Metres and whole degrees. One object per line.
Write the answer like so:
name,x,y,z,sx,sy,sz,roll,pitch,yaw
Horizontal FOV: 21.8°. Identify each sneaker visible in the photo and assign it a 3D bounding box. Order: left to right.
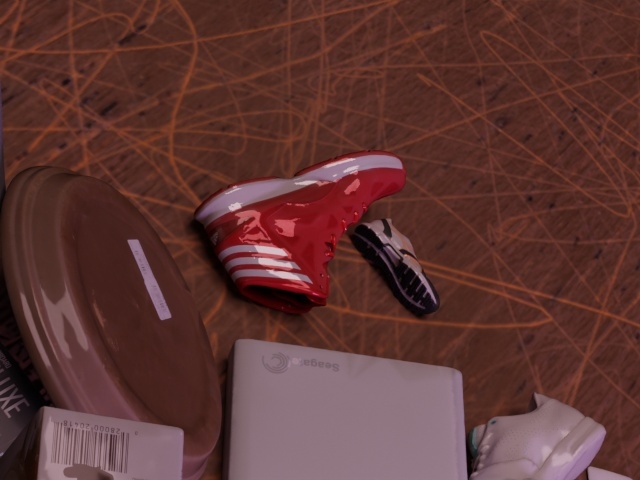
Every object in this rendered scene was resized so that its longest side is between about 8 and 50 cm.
sneaker,0.000,0.000,1.516,0.221,0.087,0.128,-16,76,-28
sneaker,0.080,0.021,1.570,0.044,0.040,0.109,-27,75,-46
sneaker,0.159,0.204,1.474,0.094,0.080,0.212,37,43,23

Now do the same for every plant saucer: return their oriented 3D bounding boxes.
plant saucer,-0.150,0.064,1.271,0.278,0.041,0.278,57,17,-28

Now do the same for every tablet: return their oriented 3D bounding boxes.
tablet,0.276,0.253,1.552,0.054,0.006,0.083,18,49,-23

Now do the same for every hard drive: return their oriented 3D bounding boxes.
hard drive,0.021,0.229,1.339,0.203,0.040,0.307,9,52,-11

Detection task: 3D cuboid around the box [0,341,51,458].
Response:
box,-0.265,0.212,1.134,0.242,0.076,0.307,-33,79,-36

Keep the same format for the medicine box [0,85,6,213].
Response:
medicine box,-0.369,-0.011,1.114,0.289,0.149,0.263,2,42,-6

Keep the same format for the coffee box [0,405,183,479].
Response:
coffee box,-0.157,0.246,1.031,0.098,0.141,0.246,12,60,-21
